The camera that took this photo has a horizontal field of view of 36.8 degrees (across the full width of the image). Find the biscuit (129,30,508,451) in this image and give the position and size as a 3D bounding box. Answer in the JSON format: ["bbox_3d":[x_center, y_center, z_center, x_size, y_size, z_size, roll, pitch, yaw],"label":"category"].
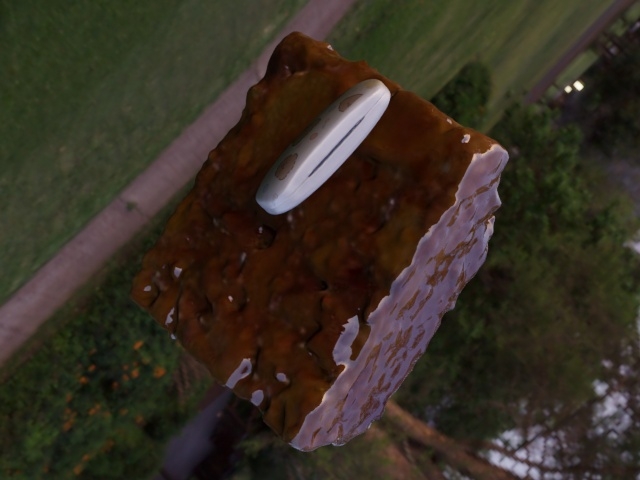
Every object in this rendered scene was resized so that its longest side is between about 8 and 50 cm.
[{"bbox_3d":[0.000,0.000,1.107,0.395,0.342,0.166,-56,143,4],"label":"biscuit"}]

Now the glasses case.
[{"bbox_3d":[0.003,-0.089,0.901,0.164,0.041,0.063,-47,-159,-11],"label":"glasses case"}]
